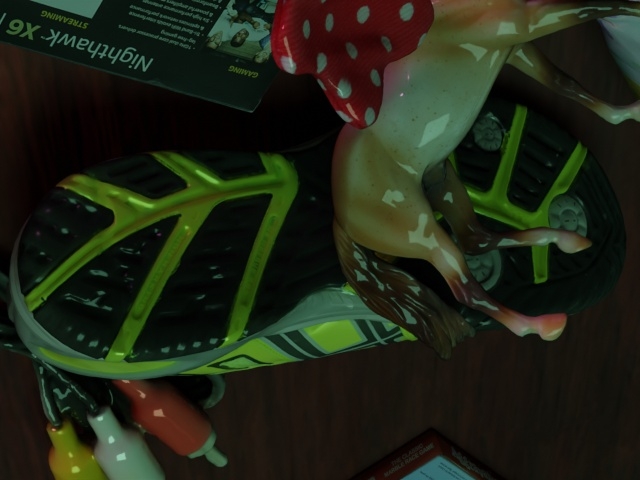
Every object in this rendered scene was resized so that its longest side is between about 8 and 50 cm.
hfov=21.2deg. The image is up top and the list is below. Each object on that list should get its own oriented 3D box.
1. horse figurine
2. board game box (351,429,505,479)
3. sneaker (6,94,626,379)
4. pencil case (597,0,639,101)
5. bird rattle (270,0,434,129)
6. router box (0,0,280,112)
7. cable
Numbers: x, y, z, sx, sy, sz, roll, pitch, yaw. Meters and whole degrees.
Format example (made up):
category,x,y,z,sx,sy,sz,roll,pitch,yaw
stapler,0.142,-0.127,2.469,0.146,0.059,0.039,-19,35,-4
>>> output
category,x,y,z,sx,sy,sz,roll,pitch,yaw
horse figurine,0.075,-0.057,0.877,0.174,0.066,0.263,22,109,0
board game box,0.108,0.247,1.369,0.145,0.027,0.281,-35,136,16
sneaker,0.000,0.000,1.007,0.385,0.145,0.147,-3,169,-23
pencil case,0.237,-0.106,0.967,0.124,0.113,0.273,-38,137,6
bird rattle,0.045,-0.172,0.697,0.207,0.143,0.253,-32,142,-11
router box,-0.108,-0.202,0.756,0.309,0.081,0.243,14,129,-32
cable,-0.151,0.079,1.055,0.139,0.072,0.287,-31,138,5
